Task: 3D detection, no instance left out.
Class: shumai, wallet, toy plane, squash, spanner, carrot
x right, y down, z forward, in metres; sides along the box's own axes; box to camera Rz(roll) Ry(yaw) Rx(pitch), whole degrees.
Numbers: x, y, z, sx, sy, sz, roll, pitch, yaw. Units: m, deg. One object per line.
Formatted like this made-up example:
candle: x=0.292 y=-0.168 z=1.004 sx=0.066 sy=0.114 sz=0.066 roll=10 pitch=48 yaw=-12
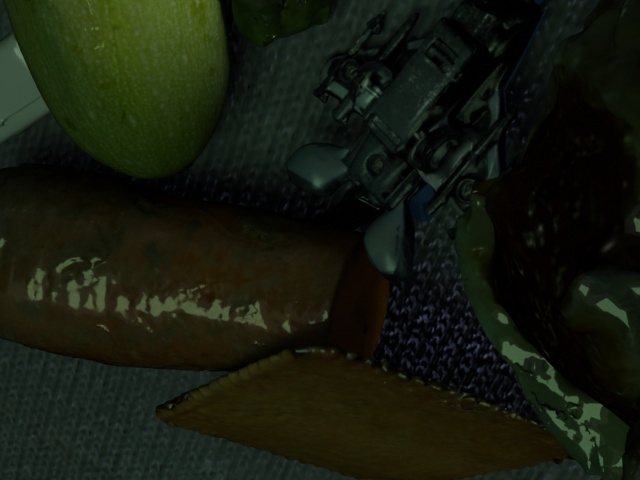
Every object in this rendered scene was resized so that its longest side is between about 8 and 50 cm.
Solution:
shumai: x=0.191 y=-0.022 z=0.614 sx=0.288 sy=0.292 sz=0.329 roll=-34 pitch=66 yaw=52
wallet: x=-0.235 y=-0.099 z=0.865 sx=0.122 sy=0.025 sz=0.061 roll=-25 pitch=115 yaw=30
toy plane: x=0.080 y=-0.101 z=0.705 sx=0.169 sy=0.078 sz=0.246 roll=49 pitch=122 yaw=29
squash: x=-0.125 y=-0.146 z=0.728 sx=0.133 sy=0.132 sz=0.247 roll=2 pitch=119 yaw=20
spanner: x=0.000 y=0.000 z=0.841 sx=0.208 sy=0.012 sz=0.046 roll=-34 pitch=104 yaw=33
carrot: x=-0.112 y=0.027 z=0.820 sx=0.302 sy=0.138 sz=0.138 roll=13 pitch=123 yaw=20

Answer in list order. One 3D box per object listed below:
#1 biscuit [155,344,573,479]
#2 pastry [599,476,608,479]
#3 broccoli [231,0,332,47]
biscuit: x=0.029 y=0.127 z=0.821 sx=0.232 sy=0.013 sz=0.237 roll=21 pitch=153 yaw=-25
pastry: x=0.304 y=0.145 z=0.752 sx=0.257 sy=0.120 sz=0.235 roll=7 pitch=125 yaw=14
broccoli: x=-0.016 y=-0.235 z=0.648 sx=0.165 sy=0.145 sz=0.304 roll=19 pitch=137 yaw=14
